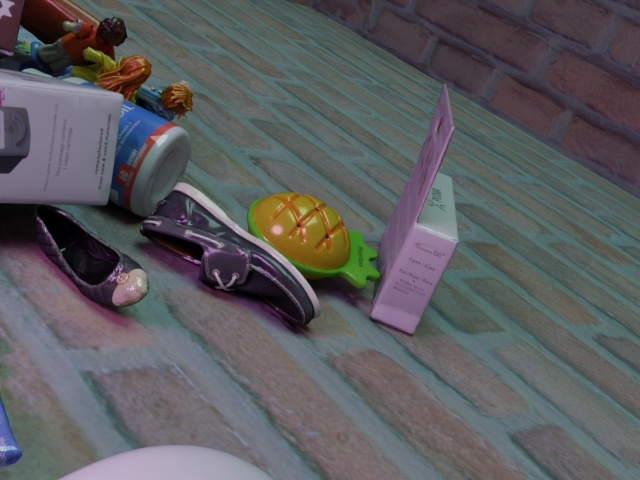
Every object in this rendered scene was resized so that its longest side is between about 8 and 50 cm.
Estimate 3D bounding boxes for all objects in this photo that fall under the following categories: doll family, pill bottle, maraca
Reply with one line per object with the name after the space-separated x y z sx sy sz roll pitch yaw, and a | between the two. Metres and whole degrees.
-0.269 -0.200 1.335 0.263 0.163 0.118 41 40 -57 | doll family
-0.285 -0.128 1.201 0.222 0.124 0.124 25 20 10 | pill bottle
-0.008 0.001 1.208 0.186 0.099 0.127 22 39 -18 | maraca

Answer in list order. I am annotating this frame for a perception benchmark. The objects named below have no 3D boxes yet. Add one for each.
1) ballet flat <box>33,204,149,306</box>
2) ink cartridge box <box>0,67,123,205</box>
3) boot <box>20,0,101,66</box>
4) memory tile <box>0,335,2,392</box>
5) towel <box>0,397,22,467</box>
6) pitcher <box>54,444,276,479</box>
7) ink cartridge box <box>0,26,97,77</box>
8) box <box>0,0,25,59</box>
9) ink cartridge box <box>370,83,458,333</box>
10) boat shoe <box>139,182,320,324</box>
-0.236 0.017 0.968 0.173 0.057 0.049 29 -25 34 | ballet flat
-0.394 -0.120 0.986 0.226 0.131 0.306 20 15 41 | ink cartridge box
-0.445 -0.346 1.416 0.280 0.096 0.264 35 -25 -13 | boot
-0.307 0.100 0.754 0.113 0.012 0.148 13 22 -25 | memory tile
-0.337 0.096 0.567 0.285 0.034 0.209 0 13 -25 | towel
-0.120 0.205 0.555 0.207 0.125 0.177 2 43 -23 | pitcher
-0.479 -0.284 1.490 0.311 0.065 0.186 27 20 6 | ink cartridge box
-0.496 -0.292 1.152 0.191 0.143 0.381 14 -2 -33 | box
0.147 -0.052 1.275 0.066 0.261 0.296 22 20 -2 | ink cartridge box
-0.102 0.030 1.100 0.233 0.084 0.079 36 60 15 | boat shoe
